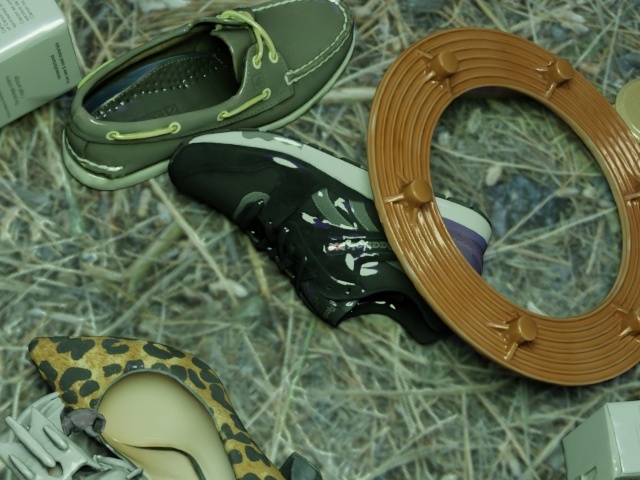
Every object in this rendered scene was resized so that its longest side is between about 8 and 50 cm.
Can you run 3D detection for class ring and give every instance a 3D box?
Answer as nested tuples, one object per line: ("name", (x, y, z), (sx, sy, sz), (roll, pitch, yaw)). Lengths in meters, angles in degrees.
("ring", (0.186, -0.040, 1.144), (0.337, 0.032, 0.336), (15, 61, -29))

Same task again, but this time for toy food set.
("toy food set", (0.321, -0.120, 1.282), (0.083, 0.020, 0.083), (30, 62, 4))

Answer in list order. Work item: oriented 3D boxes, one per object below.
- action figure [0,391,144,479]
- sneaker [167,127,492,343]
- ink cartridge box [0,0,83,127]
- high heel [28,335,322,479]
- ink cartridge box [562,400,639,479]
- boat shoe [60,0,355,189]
("action figure", (-0.140, 0.193, 0.888), (0.099, 0.285, 0.185), (-30, 74, -23))
("sneaker", (0.000, 0.000, 1.116), (0.283, 0.107, 0.124), (18, 68, -3))
("ink cartridge box", (-0.365, -0.161, 1.092), (0.273, 0.114, 0.197), (-31, 73, -13))
("high heel", (-0.116, 0.151, 0.970), (0.261, 0.186, 0.093), (29, 101, 0))
("ink cartridge box", (0.286, 0.171, 1.082), (0.151, 0.109, 0.063), (-1, 66, -12))
("boat shoe", (-0.088, -0.146, 1.174), (0.305, 0.091, 0.109), (-30, 73, -23))
